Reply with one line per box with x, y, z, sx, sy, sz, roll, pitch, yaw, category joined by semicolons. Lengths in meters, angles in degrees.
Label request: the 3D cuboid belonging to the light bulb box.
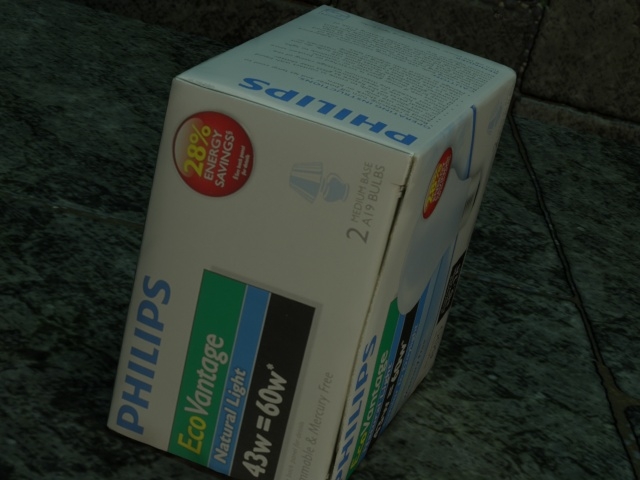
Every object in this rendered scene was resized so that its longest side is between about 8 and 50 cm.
0.000;0.000;1.445;0.225;0.358;0.361;19;24;14;light bulb box
